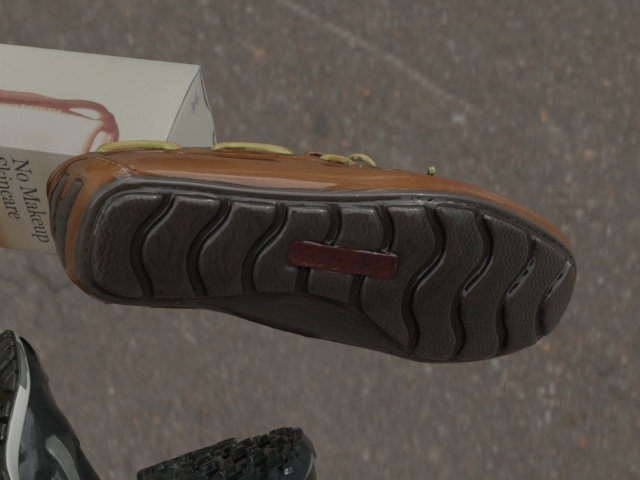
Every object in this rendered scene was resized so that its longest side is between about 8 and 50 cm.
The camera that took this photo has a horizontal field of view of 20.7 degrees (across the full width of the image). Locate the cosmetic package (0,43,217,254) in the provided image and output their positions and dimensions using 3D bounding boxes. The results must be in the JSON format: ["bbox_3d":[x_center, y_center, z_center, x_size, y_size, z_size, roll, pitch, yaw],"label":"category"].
[{"bbox_3d":[-0.252,-0.079,1.564,0.296,0.153,0.129,6,50,14],"label":"cosmetic package"}]

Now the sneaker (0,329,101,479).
[{"bbox_3d":[-0.182,0.181,1.137,0.107,0.124,0.283,-42,35,18],"label":"sneaker"}]

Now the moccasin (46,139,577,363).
[{"bbox_3d":[-0.001,0.003,1.209,0.380,0.139,0.147,3,21,-19],"label":"moccasin"}]

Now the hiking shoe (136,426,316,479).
[{"bbox_3d":[-0.056,0.221,1.354,0.113,0.304,0.132,-19,88,-15],"label":"hiking shoe"}]
